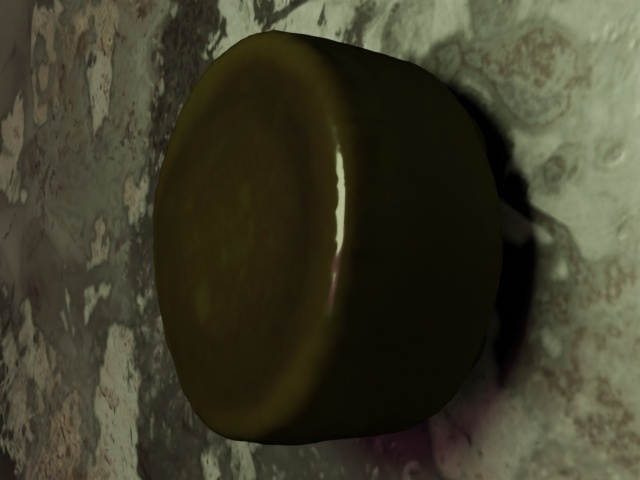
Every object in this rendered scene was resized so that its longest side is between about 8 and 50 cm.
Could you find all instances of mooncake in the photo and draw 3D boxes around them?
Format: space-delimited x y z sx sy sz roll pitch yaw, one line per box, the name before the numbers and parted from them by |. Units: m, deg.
mooncake | 0.000 0.000 0.721 0.284 0.155 0.284 -7 82 58
